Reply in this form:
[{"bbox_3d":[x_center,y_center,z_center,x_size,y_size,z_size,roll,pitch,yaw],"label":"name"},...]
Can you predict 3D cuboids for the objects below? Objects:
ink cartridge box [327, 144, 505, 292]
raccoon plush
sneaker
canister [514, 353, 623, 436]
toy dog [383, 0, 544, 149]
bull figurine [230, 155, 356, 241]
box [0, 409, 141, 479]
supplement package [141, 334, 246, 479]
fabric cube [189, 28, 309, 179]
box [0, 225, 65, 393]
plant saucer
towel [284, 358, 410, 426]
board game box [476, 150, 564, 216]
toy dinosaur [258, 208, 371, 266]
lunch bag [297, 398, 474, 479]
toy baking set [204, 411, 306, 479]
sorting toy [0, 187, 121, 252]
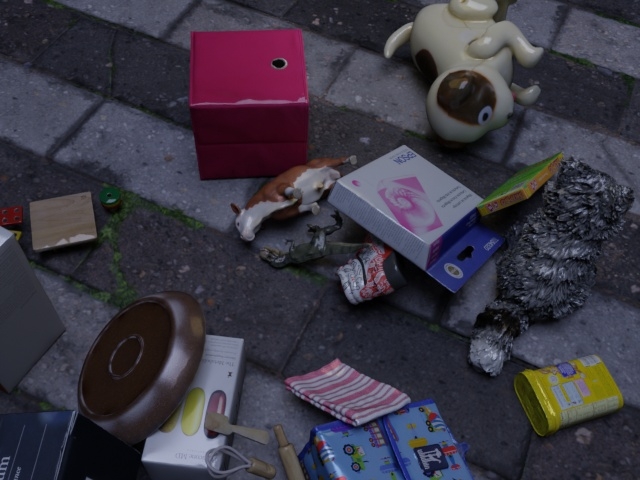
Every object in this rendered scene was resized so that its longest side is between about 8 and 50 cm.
[{"bbox_3d":[0.230,-0.064,1.490,0.330,0.071,0.324,36,35,16],"label":"ink cartridge box"},{"bbox_3d":[0.476,0.052,1.371,0.216,0.299,0.446,22,57,10],"label":"raccoon plush"},{"bbox_3d":[0.101,0.031,1.484,0.145,0.090,0.270,-25,30,15],"label":"sneaker"},{"bbox_3d":[0.486,0.299,1.338,0.170,0.073,0.126,-12,57,-13],"label":"canister"},{"bbox_3d":[0.365,-0.433,1.719,0.396,0.284,0.407,3,57,-1],"label":"toy dog"},{"bbox_3d":[-0.053,-0.104,1.532,0.188,0.101,0.310,3,34,49],"label":"bull figurine"},{"bbox_3d":[-0.517,0.436,1.025,0.396,0.212,0.293,-7,54,14],"label":"box"},{"bbox_3d":[-0.221,0.309,1.245,0.139,0.133,0.244,6,55,1],"label":"supplement package"},{"bbox_3d":[-0.166,-0.321,1.612,0.258,0.259,0.254,-2,56,-5],"label":"fabric cube"},{"bbox_3d":[-0.638,0.098,1.234,0.215,0.345,0.168,25,58,14],"label":"box"},{"bbox_3d":[-0.339,0.219,1.243,0.311,0.050,0.310,-23,45,25],"label":"plant saucer"},{"bbox_3d":[0.048,0.278,1.265,0.144,0.029,0.197,-12,20,-43],"label":"towel"},{"bbox_3d":[0.470,-0.135,1.577,0.259,0.124,0.039,-38,99,-43],"label":"board game box"},{"bbox_3d":[0.000,0.000,1.488,0.268,0.064,0.118,-10,43,27],"label":"toy dinosaur"},{"bbox_3d":[0.141,0.419,1.217,0.293,0.138,0.221,-10,54,-25],"label":"lunch bag"},{"bbox_3d":[-0.104,0.399,1.159,0.197,0.030,0.256,-6,76,-51],"label":"toy baking set"},{"bbox_3d":[-0.573,-0.031,1.510,0.275,0.046,0.132,-12,57,-13],"label":"sorting toy"}]
